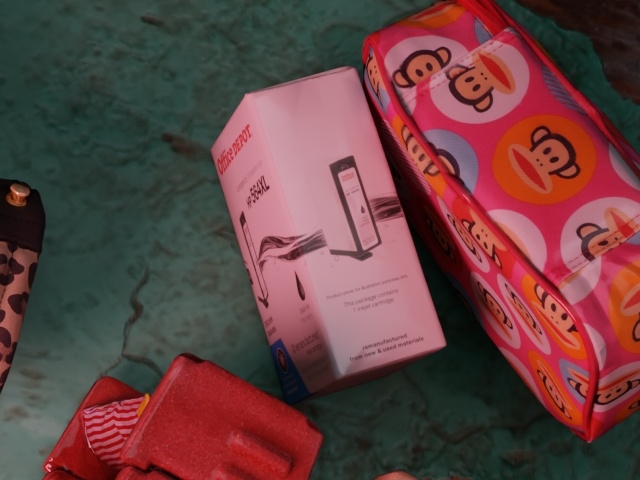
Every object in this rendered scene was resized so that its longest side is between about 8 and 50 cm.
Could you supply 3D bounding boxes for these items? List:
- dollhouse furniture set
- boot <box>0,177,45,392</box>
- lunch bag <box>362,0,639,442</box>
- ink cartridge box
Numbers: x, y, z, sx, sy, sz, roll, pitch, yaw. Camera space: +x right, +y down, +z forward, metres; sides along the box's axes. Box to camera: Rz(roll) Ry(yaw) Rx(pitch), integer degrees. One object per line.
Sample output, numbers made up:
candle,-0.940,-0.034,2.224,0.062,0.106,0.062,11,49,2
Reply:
dollhouse furniture set,-0.001,0.229,1.137,0.374,0.201,0.152,31,71,-14
boot,-0.321,-0.063,1.098,0.284,0.138,0.377,23,53,-32
lunch bag,0.139,-0.006,1.193,0.120,0.258,0.293,-30,66,-10
ink cartridge box,0.000,0.000,1.209,0.086,0.148,0.203,-16,81,-17
